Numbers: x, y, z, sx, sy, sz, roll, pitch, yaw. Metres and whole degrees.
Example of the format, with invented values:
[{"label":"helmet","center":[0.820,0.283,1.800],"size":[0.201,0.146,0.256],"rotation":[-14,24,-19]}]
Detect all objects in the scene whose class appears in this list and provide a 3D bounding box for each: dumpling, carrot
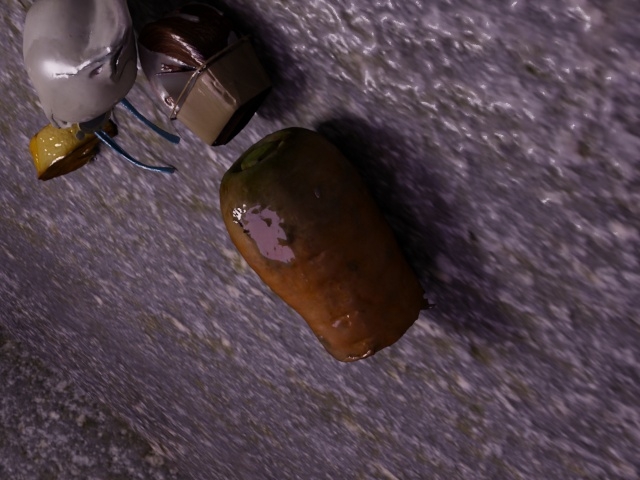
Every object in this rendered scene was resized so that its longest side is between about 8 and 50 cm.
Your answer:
[{"label":"dumpling","center":[-0.397,-0.333,1.715],"size":[0.341,0.181,0.260],"rotation":[119,134,-79]},{"label":"carrot","center":[0.000,0.000,1.627],"size":[0.340,0.224,0.224],"rotation":[53,153,-19]}]

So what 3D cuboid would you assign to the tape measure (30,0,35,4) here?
[{"label":"tape measure","center":[-0.437,-0.428,1.858],"size":[0.196,0.105,0.178],"rotation":[25,144,37]}]

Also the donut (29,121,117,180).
[{"label":"donut","center":[-0.544,-0.197,2.244],"size":[0.101,0.152,0.259],"rotation":[61,149,-4]}]

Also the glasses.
[{"label":"glasses","center":[-0.363,-0.229,2.067],"size":[0.221,0.088,0.189],"rotation":[27,149,2]}]

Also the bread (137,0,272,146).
[{"label":"bread","center":[-0.190,-0.262,1.660],"size":[0.212,0.142,0.224],"rotation":[48,152,0]}]
